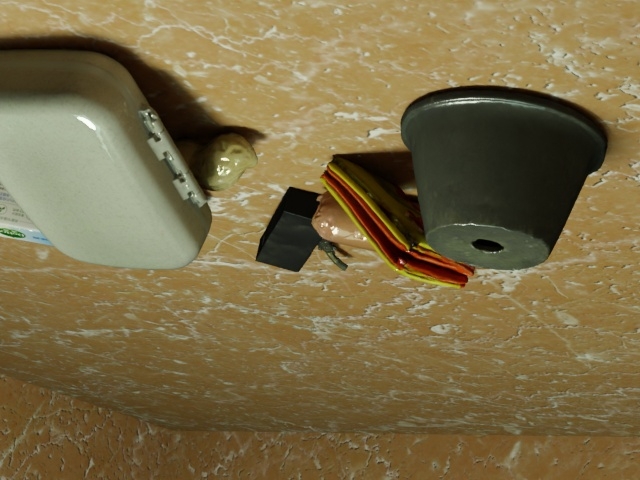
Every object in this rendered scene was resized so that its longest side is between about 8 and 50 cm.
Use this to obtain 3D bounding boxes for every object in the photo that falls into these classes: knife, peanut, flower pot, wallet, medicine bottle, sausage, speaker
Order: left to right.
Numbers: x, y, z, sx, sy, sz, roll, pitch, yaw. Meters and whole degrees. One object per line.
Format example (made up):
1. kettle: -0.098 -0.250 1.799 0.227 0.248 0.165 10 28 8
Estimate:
1. medicine bottle: -0.313 -0.100 1.786 0.282 0.123 0.375 5 147 25
2. peanut: -0.164 -0.109 1.876 0.187 0.082 0.082 -3 158 36
3. speaker: -0.040 -0.013 2.110 0.082 0.044 0.218 15 156 -8
4. knife: 0.005 0.000 2.203 0.046 0.021 0.222 -1 155 28
5. wallet: 0.109 -0.028 1.817 0.141 0.067 0.241 19 -159 -38
6. sausage: 0.131 -0.017 1.982 0.289 0.086 0.086 10 162 -3
7. flower pot: 0.220 -0.063 1.671 0.269 0.166 0.269 9 164 3

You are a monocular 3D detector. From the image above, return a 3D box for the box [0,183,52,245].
1. box: -0.413 -0.068 2.031 0.194 0.139 0.073 11 162 -2
